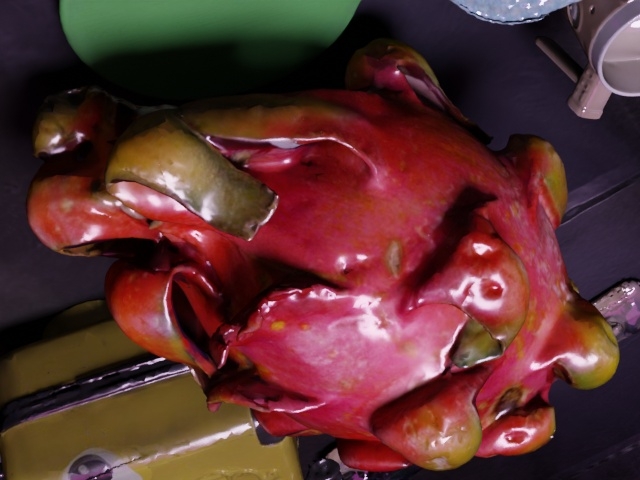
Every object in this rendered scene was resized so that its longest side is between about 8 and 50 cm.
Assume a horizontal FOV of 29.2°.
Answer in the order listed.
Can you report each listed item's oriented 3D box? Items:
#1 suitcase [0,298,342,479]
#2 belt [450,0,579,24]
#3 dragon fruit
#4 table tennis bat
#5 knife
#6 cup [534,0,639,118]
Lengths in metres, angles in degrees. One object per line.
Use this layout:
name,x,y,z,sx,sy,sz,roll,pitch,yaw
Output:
suitcase,-0.115,0.133,0.899,0.234,0.143,0.194,-16,146,-5
belt,0.080,-0.186,0.581,0.147,0.082,0.163,-27,127,-3
dragon fruit,0.003,0.017,0.688,0.307,0.227,0.243,-12,103,-15
table tennis bat,-0.012,-0.143,0.661,0.257,0.039,0.160,-14,150,-1
knife,0.153,0.144,1.128,0.365,0.043,0.089,-34,144,20
cup,0.171,-0.133,0.702,0.074,0.099,0.102,-13,146,-7
